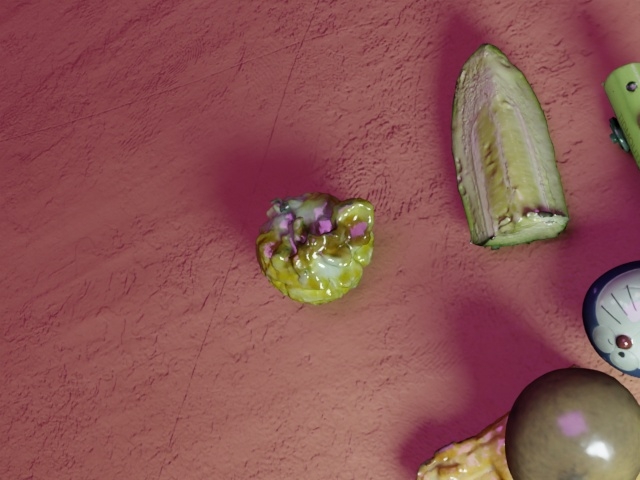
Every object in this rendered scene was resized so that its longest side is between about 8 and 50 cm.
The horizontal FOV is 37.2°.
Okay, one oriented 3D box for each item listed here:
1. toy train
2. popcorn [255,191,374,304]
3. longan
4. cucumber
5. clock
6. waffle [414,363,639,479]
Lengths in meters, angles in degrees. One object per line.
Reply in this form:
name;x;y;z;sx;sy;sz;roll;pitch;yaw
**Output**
toy train;0.466;-0.129;1.319;0.105;0.157;0.253;-24;61;20
popcorn;0.000;0.000;1.516;0.212;0.198;0.197;-29;53;53
longan;0.309;0.244;1.160;0.167;0.167;0.187;34;105;35
cucumber;0.284;-0.142;1.466;0.145;0.105;0.325;-37;53;44
clock;0.461;0.077;1.239;0.243;0.146;0.199;-40;72;15
waffle;0.323;0.374;1.248;0.304;0.077;0.348;-39;57;12
